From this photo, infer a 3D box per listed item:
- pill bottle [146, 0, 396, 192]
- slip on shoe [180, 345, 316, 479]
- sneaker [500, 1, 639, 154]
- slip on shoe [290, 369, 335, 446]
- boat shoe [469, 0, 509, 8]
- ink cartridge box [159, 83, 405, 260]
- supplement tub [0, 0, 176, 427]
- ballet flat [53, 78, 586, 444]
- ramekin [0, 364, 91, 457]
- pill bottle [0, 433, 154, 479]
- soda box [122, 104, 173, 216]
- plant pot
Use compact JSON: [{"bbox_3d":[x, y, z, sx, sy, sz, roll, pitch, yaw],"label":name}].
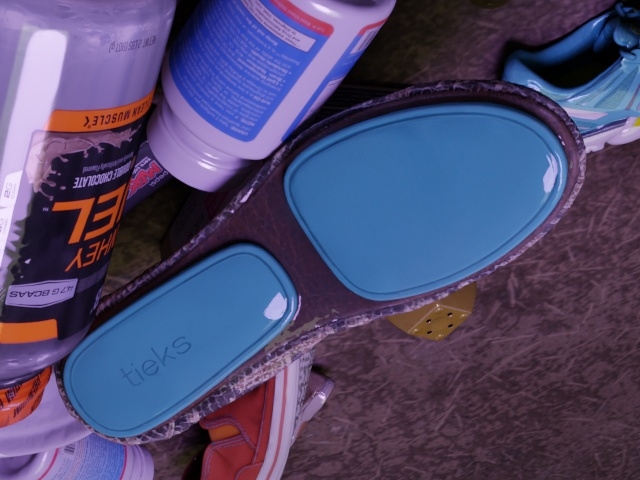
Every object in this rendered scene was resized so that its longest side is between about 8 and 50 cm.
[{"bbox_3d":[-0.046,-0.140,1.518,0.124,0.124,0.221,6,138,-35],"label":"pill bottle"},{"bbox_3d":[-0.070,0.162,1.954,0.101,0.123,0.331,18,134,-1],"label":"slip on shoe"},{"bbox_3d":[0.284,-0.151,1.708,0.275,0.107,0.110,-19,137,-4],"label":"sneaker"},{"bbox_3d":[-0.030,0.175,2.053,0.041,0.051,0.135,32,141,-3],"label":"slip on shoe"},{"bbox_3d":[0.153,-0.251,1.550,0.056,0.048,0.153,8,131,-19],"label":"boat shoe"},{"bbox_3d":[-0.006,-0.030,1.729,0.193,0.088,0.234,4,140,-30],"label":"ink cartridge box"},{"bbox_3d":[-0.234,-0.051,1.380,0.207,0.207,0.338,2,118,-31],"label":"supplement tub"},{"bbox_3d":[0.000,0.000,1.564,0.483,0.164,0.182,-31,-174,23],"label":"ballet flat"},{"bbox_3d":[-0.286,0.101,1.711,0.207,0.109,0.207,-5,154,-3],"label":"ramekin"},{"bbox_3d":[-0.240,0.213,1.948,0.087,0.087,0.160,-37,143,23],"label":"pill bottle"},{"bbox_3d":[-0.190,-0.044,1.640,0.169,0.053,0.060,-37,143,23],"label":"soda box"},{"bbox_3d":[0.101,0.048,1.900,0.081,0.083,0.081,14,133,-42],"label":"plant pot"}]
